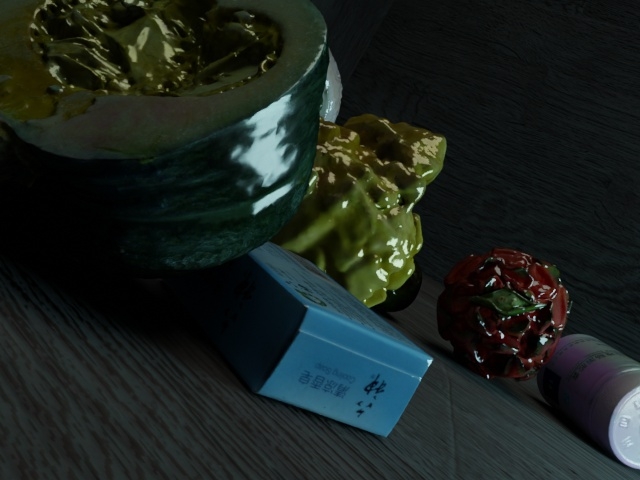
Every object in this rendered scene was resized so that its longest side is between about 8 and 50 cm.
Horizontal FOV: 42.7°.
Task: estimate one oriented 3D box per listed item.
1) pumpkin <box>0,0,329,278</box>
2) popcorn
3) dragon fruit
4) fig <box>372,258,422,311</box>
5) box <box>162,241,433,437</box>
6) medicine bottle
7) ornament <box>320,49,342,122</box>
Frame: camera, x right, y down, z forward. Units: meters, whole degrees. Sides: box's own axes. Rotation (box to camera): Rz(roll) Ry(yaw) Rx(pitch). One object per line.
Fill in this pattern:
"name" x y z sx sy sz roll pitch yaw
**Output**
"pumpkin" -0.144 -0.075 0.647 0.293 0.263 0.196 26 -40 29
"popcorn" 0.019 -0.044 1.026 0.264 0.332 0.225 59 -17 14
"dragon fruit" 0.313 0.134 1.387 0.234 0.233 0.293 33 -7 31
"fig" 0.117 0.074 1.484 0.117 0.117 0.177 29 -10 -8
"box" -0.030 0.065 0.713 0.143 0.083 0.232 28 6 -35
"medicine bottle" 0.488 0.265 1.384 0.152 0.152 0.254 29 3 -14
"ornament" -0.094 -0.274 1.466 0.259 0.259 0.225 27 9 -38
